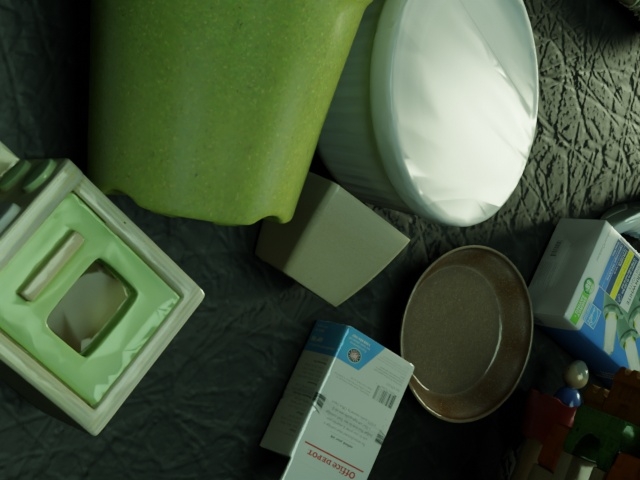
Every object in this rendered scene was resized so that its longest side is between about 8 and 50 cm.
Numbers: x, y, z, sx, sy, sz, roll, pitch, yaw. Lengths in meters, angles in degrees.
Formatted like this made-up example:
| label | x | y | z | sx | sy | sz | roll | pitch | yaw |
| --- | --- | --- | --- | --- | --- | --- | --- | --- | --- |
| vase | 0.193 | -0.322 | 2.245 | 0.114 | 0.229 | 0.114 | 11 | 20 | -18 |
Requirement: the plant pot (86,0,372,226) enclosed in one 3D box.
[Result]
| label | x | y | z | sx | sy | sz | roll | pitch | yaw |
| --- | --- | --- | --- | --- | --- | --- | --- | --- | --- |
| plant pot | -0.088 | -0.153 | 0.911 | 0.276 | 0.276 | 0.254 | 5 | 101 | -35 |

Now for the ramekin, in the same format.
| label | x | y | z | sx | sy | sz | roll | pitch | yaw |
| --- | --- | --- | --- | --- | --- | --- | --- | --- | --- |
| ramekin | 0.097 | -0.150 | 1.069 | 0.273 | 0.127 | 0.273 | -6 | 98 | -50 |

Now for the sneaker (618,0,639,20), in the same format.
| label | x | y | z | sx | sy | sz | roll | pitch | yaw |
| --- | --- | --- | --- | --- | --- | --- | --- | --- | --- |
| sneaker | 0.392 | -0.306 | 1.338 | 0.086 | 0.064 | 0.192 | -27 | 108 | -23 |

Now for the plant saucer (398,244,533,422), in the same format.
| label | x | y | z | sx | sy | sz | roll | pitch | yaw |
| --- | --- | --- | --- | --- | --- | --- | --- | --- | --- |
| plant saucer | 0.157 | 0.103 | 1.215 | 0.198 | 0.036 | 0.198 | -3 | 95 | -35 |

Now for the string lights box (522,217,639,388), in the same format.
| label | x | y | z | sx | sy | sz | roll | pitch | yaw |
| --- | --- | --- | --- | --- | --- | --- | --- | --- | --- |
| string lights box | 0.369 | 0.097 | 1.337 | 0.260 | 0.077 | 0.133 | 37 | 71 | -31 |

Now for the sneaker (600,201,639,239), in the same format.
| label | x | y | z | sx | sy | sz | roll | pitch | yaw |
| --- | --- | --- | --- | --- | --- | --- | --- | --- | --- |
| sneaker | 0.414 | -0.023 | 1.375 | 0.152 | 0.054 | 0.061 | -17 | 106 | -33 |

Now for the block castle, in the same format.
| label | x | y | z | sx | sy | sz | roll | pitch | yaw |
| --- | --- | --- | --- | --- | --- | --- | --- | --- | --- |
| block castle | 0.398 | 0.275 | 1.122 | 0.303 | 0.453 | 0.213 | 21 | 88 | -12 |

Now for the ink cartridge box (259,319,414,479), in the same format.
| label | x | y | z | sx | sy | sz | roll | pitch | yaw |
| --- | --- | --- | --- | --- | --- | --- | --- | --- | --- |
| ink cartridge box | 0.010 | 0.184 | 1.103 | 0.104 | 0.060 | 0.180 | 34 | 74 | -32 |

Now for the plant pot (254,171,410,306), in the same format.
| label | x | y | z | sx | sy | sz | roll | pitch | yaw |
| --- | --- | --- | --- | --- | --- | --- | --- | --- | --- |
| plant pot | 0.000 | 0.000 | 1.063 | 0.109 | 0.109 | 0.096 | 36 | 87 | -31 |

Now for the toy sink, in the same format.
| label | x | y | z | sx | sy | sz | roll | pitch | yaw |
| --- | --- | --- | --- | --- | --- | --- | --- | --- | --- |
| toy sink | -0.237 | 0.023 | 0.876 | 0.234 | 0.131 | 0.153 | 48 | 67 | -27 |
